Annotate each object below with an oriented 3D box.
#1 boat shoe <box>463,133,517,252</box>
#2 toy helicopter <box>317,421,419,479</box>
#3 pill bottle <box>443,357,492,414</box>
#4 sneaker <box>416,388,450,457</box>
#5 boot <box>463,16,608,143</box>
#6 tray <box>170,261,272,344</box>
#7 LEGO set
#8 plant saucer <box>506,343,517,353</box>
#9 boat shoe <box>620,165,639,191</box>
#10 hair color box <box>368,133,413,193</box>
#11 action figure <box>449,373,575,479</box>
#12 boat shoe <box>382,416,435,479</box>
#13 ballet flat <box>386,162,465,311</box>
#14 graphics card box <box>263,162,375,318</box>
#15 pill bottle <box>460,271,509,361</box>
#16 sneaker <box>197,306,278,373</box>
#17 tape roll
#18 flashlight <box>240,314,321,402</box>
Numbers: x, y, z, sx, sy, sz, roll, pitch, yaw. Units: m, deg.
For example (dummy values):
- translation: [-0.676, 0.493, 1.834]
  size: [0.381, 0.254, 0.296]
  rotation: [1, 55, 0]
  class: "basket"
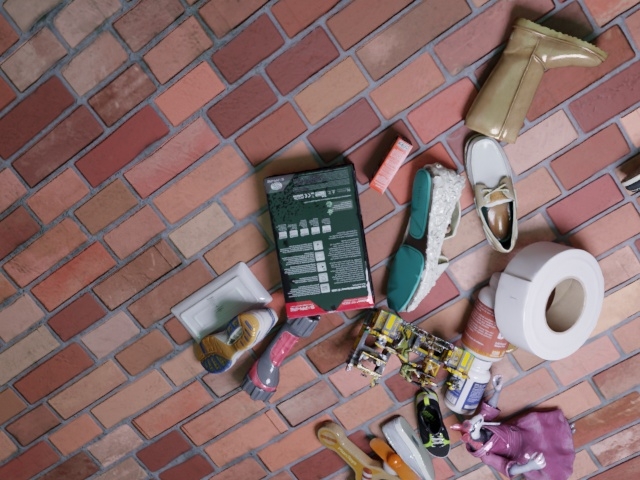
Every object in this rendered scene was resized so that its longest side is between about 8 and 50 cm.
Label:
- translation: [0.434, -0.115, 1.521]
  size: [0.113, 0.103, 0.302]
  rotation: [-18, 106, 11]
  class: "boat shoe"
- translation: [0.141, 0.655, 1.786]
  size: [0.355, 0.140, 0.235]
  rotation: [41, 129, 7]
  class: "toy helicopter"
- translation: [0.411, 0.387, 1.699]
  size: [0.094, 0.094, 0.169]
  rotation: [18, 110, -1]
  class: "pill bottle"
- translation: [0.316, 0.538, 1.758]
  size: [0.084, 0.097, 0.234]
  rotation: [-15, 107, 10]
  class: "sneaker"
- translation: [0.501, -0.355, 1.448]
  size: [0.236, 0.089, 0.269]
  rotation: [24, 110, 8]
  class: "boot"
- translation: [-0.282, 0.186, 1.729]
  size: [0.270, 0.030, 0.145]
  rotation: [-34, 102, 15]
  class: "tray"
- translation: [0.217, 0.322, 1.608]
  size: [0.331, 0.255, 0.192]
  rotation: [28, 82, -16]
  class: "LEGO set"
- translation: [0.512, 0.278, 1.695]
  size: [0.084, 0.015, 0.083]
  rotation: [2, 109, 5]
  class: "plant saucer"
- translation: [0.889, -0.181, 1.446]
  size: [0.340, 0.127, 0.113]
  rotation: [-29, 92, 4]
  class: "boat shoe"
- translation: [0.174, -0.191, 1.536]
  size: [0.043, 0.072, 0.141]
  rotation: [31, 108, -5]
  class: "hair color box"
- translation: [0.509, 0.544, 1.689]
  size: [0.370, 0.248, 0.275]
  rotation: [13, 137, -16]
  class: "action figure"
- translation: [0.258, 0.620, 1.809]
  size: [0.081, 0.079, 0.227]
  rotation: [-28, 100, 23]
  class: "boat shoe"
- translation: [0.282, 0.007, 1.568]
  size: [0.147, 0.147, 0.408]
  rotation: [12, 109, 1]
  class: "ballet flat"
- translation: [0.000, 0.000, 1.578]
  size: [0.233, 0.094, 0.370]
  rotation: [-9, 99, 8]
  class: "graphics card box"
- translation: [0.459, 0.198, 1.616]
  size: [0.121, 0.121, 0.216]
  rotation: [16, 110, 0]
  class: "pill bottle"
- translation: [-0.227, 0.279, 1.715]
  size: [0.296, 0.131, 0.111]
  rotation: [-35, 80, 38]
  class: "sneaker"
- translation: [0.569, 0.147, 1.527]
  size: [0.286, 0.100, 0.286]
  rotation: [-7, 105, -27]
  class: "tape roll"
- translation: [-0.107, 0.314, 1.718]
  size: [0.103, 0.103, 0.304]
  rotation: [34, 109, -5]
  class: "flashlight"
